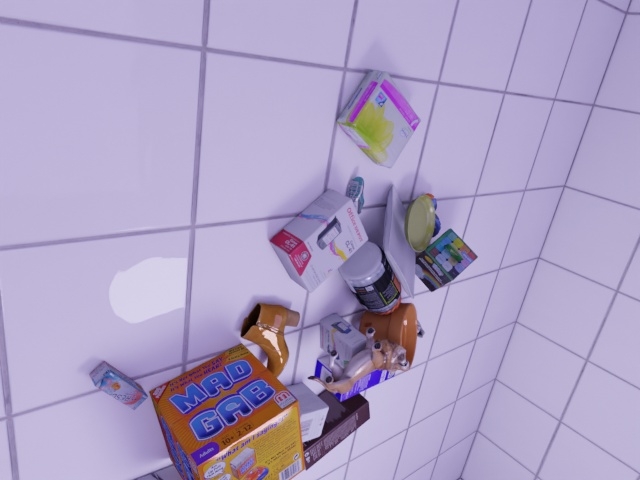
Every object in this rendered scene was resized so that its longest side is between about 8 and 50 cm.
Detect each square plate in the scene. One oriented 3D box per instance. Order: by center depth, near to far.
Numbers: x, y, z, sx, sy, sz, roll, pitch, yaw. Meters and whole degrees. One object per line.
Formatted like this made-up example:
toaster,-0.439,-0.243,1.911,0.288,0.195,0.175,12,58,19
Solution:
square plate,0.321,0.009,1.940,0.347,0.049,0.343,56,34,-44

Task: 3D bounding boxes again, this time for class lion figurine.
lion figurine,0.149,0.483,1.817,0.392,0.142,0.240,-24,136,-8

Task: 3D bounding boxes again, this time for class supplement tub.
supplement tub,0.212,0.164,1.937,0.193,0.194,0.316,-46,135,-13

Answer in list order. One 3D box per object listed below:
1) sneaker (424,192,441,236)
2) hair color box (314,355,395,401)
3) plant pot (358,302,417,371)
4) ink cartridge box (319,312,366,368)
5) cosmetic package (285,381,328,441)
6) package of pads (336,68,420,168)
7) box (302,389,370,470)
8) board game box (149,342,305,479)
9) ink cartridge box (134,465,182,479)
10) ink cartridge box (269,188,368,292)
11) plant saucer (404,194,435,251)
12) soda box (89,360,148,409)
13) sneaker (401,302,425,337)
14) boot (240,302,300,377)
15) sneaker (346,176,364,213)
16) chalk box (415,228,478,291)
sneaker,0.470,-0.103,2.119,0.087,0.083,0.221,-30,122,-16
hair color box,0.162,0.569,2.122,0.339,0.185,0.110,-11,120,-37
plant pot,0.294,0.410,2.091,0.291,0.204,0.290,3,90,-65
ink cartridge box,0.093,0.422,1.958,0.093,0.212,0.154,-19,125,-30
cosmetic package,-0.093,0.710,1.967,0.152,0.184,0.151,1,111,-42
package of pads,0.211,-0.415,1.682,0.297,0.101,0.229,34,88,-46
box,0.019,0.806,2.121,0.382,0.191,0.143,-29,129,-26
board game box,-0.306,0.647,1.612,0.357,0.356,0.356,-24,127,-31
ink cartridge box,-0.566,0.935,1.711,0.273,0.114,0.196,-5,116,-42
ink cartridge box,0.000,0.000,1.700,0.306,0.131,0.226,-42,134,-16
plant saucer,0.409,-0.072,1.986,0.241,0.037,0.240,-14,108,-50
soda box,-0.606,0.440,1.438,0.058,0.063,0.183,-45,135,-14
sneaker,0.416,0.382,2.290,0.111,0.129,0.297,-55,136,-1
boot,-0.208,0.370,1.749,0.211,0.104,0.295,16,96,-40
sneaker,0.136,-0.163,1.796,0.076,0.065,0.166,-23,131,-53
chalk box,0.550,0.081,2.113,0.179,0.180,0.289,-37,172,-22
